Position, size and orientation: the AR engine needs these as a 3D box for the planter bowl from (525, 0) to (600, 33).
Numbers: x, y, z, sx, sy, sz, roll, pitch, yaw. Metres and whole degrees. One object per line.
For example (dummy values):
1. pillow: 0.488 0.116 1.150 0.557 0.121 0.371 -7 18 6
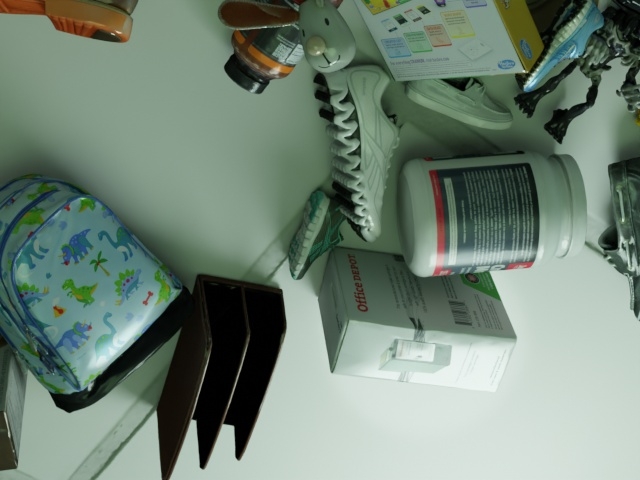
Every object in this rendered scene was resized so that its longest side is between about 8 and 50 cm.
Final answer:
1. planter bowl: 0.316 -0.364 1.815 0.162 0.109 0.162 -4 122 -7

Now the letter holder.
1. letter holder: -0.165 0.247 2.065 0.152 0.214 0.302 11 119 -15

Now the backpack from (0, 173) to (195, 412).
1. backpack: -0.388 0.058 1.897 0.290 0.273 0.355 -42 106 -17

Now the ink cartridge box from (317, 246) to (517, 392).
1. ink cartridge box: 0.152 0.129 2.044 0.289 0.211 0.121 8 122 -13

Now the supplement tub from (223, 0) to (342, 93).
1. supplement tub: -0.060 -0.310 1.793 0.106 0.106 0.198 29 114 -24

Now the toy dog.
1. toy dog: -0.067 -0.385 1.633 0.333 0.161 0.220 42 116 8

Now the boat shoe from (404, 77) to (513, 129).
1. boat shoe: 0.224 -0.227 1.921 0.184 0.066 0.063 20 118 -9

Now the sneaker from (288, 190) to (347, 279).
1. sneaker: 0.000 0.000 2.027 0.076 0.065 0.166 13 121 -21

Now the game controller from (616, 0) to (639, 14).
1. game controller: 0.575 -0.386 1.843 0.319 0.067 0.166 19 81 -24

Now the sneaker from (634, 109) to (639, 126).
1. sneaker: 0.538 -0.213 1.976 0.067 0.064 0.175 -10 121 9

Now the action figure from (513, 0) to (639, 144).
1. action figure: 0.439 -0.265 1.881 0.164 0.141 0.275 40 111 -20

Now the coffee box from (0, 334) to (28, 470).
1. coffee box: -0.559 0.230 1.942 0.168 0.297 0.119 -6 123 -5

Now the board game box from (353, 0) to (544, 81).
1. board game box: 0.147 -0.371 1.727 0.242 0.064 0.316 3 135 41

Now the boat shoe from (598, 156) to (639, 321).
1. boat shoe: 0.532 -0.003 2.090 0.119 0.121 0.335 0 122 13

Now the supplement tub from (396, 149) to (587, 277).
1. supplement tub: 0.268 -0.045 1.961 0.272 0.191 0.191 -4 123 -6

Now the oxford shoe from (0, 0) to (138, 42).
1. oxford shoe: -0.427 -0.384 1.704 0.363 0.130 0.133 15 86 -10

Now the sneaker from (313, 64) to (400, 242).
1. sneaker: 0.074 -0.134 1.920 0.118 0.110 0.292 -17 115 -15

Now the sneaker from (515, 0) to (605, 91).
1. sneaker: 0.349 -0.273 1.776 0.073 0.063 0.162 30 113 -28
